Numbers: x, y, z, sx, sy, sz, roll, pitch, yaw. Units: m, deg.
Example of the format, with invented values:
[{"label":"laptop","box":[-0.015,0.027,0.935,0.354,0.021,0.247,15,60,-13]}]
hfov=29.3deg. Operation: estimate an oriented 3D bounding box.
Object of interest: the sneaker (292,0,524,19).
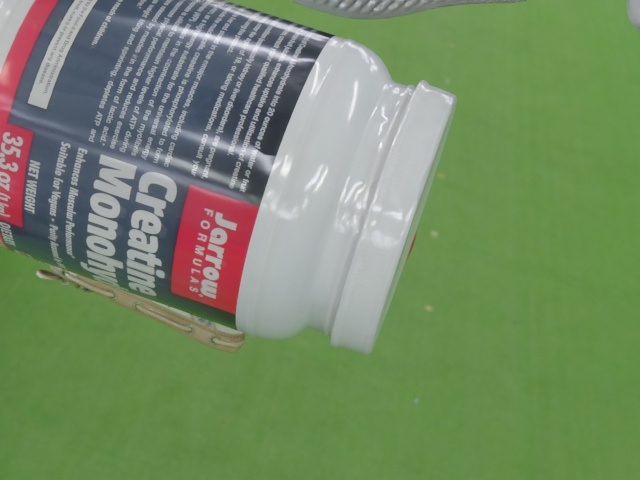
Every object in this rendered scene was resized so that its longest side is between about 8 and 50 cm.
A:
[{"label":"sneaker","box":[0.052,-0.257,1.000,0.282,0.102,0.161,-1,37,-25]}]

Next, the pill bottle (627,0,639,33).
[{"label":"pill bottle","box":[0.343,-0.111,0.746,0.283,0.160,0.160,35,29,-11]}]

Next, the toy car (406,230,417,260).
[{"label":"toy car","box":[0.000,0.000,1.214,0.210,0.219,0.238,23,24,-10]}]

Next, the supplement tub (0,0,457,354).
[{"label":"supplement tub","box":[-0.071,-0.052,0.755,0.272,0.191,0.191,19,31,6]}]

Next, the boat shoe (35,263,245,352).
[{"label":"boat shoe","box":[-0.199,0.033,1.219,0.285,0.089,0.104,18,21,22]}]
